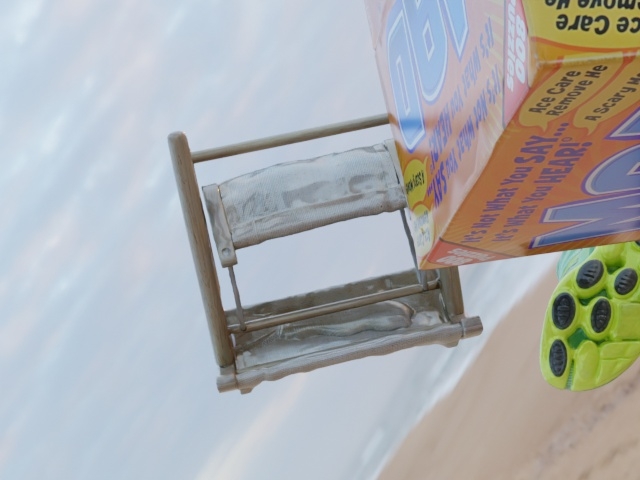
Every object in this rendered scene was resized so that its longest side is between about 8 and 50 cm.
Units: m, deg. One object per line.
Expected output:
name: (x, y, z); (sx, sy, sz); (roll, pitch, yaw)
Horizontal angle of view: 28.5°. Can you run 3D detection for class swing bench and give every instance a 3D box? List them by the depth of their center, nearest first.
swing bench: (0.000, 0.000, 1.234); (0.165, 0.253, 0.255); (162, 96, -86)

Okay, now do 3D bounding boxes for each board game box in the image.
board game box: (0.228, -0.218, 0.811); (0.356, 0.356, 0.356); (106, 155, -73)

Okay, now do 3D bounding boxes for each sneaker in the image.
sneaker: (0.299, 0.043, 1.308); (0.123, 0.109, 0.295); (96, -163, -55)
